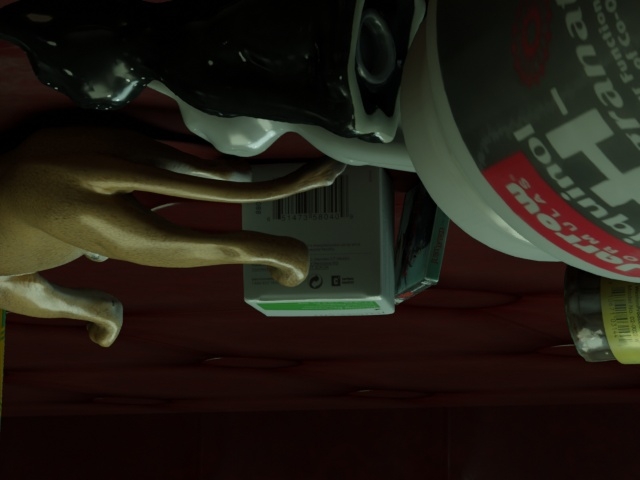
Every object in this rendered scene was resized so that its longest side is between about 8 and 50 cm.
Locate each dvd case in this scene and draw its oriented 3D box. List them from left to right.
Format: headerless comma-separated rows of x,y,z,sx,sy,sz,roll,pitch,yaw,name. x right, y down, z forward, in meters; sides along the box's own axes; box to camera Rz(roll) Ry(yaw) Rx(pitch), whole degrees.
0.073,-0.003,1.340,0.013,0.087,0.119,13,169,-8,dvd case

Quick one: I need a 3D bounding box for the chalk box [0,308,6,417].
-0.479,0.136,1.923,0.180,0.179,0.289,10,167,-39,chalk box

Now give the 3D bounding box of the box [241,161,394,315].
0.000,0.000,1.323,0.101,0.102,0.087,-2,172,9,box

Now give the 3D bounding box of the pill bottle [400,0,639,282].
0.141,-0.080,0.637,0.176,0.176,0.318,4,169,-17,pill bottle

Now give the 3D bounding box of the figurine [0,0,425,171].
-0.026,-0.085,0.931,0.209,0.092,0.215,4,174,30,figurine

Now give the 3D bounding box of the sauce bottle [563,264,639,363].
0.377,0.045,1.513,0.344,0.111,0.111,-2,170,26,sauce bottle

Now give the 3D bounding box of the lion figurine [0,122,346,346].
-0.191,-0.016,1.253,0.240,0.142,0.392,19,147,-38,lion figurine
